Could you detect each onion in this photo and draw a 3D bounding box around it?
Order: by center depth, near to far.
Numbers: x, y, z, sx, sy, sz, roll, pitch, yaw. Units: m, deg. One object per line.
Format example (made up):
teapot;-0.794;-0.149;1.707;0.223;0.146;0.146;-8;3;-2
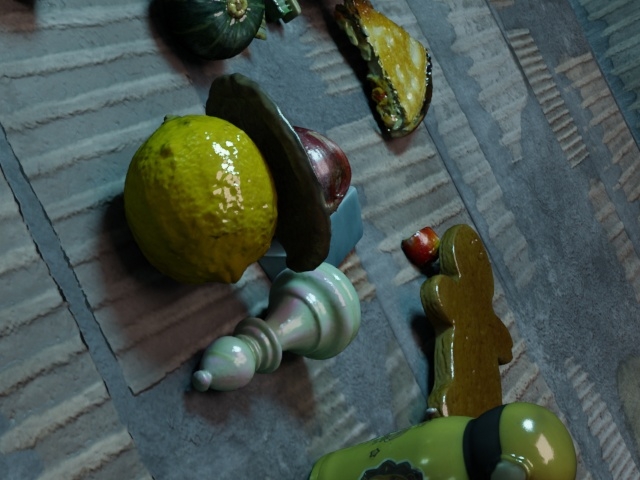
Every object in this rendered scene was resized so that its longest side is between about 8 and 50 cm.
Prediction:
onion;-0.050;-0.107;1.657;0.195;0.159;0.159;51;28;16

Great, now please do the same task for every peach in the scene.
peach;0.183;0.004;2.018;0.083;0.050;0.077;36;40;-33

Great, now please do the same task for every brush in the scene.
brush;-0.127;-0.488;1.903;0.048;0.054;0.282;-38;100;-39

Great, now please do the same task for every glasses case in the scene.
glasses case;0.000;0.000;1.740;0.105;0.056;0.266;57;32;-11

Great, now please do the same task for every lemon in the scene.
lemon;-0.149;-0.050;1.422;0.192;0.192;0.231;-7;72;-57

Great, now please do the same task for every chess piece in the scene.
chess piece;-0.074;0.131;1.497;0.271;0.139;0.139;-28;92;-47

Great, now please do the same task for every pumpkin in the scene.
pumpkin;-0.158;-0.352;1.680;0.167;0.167;0.125;32;0;-42

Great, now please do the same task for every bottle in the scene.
bottle;0.162;0.311;1.475;0.171;0.351;0.171;35;41;-38

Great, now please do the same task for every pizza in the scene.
pizza;0.119;-0.313;2.123;0.287;0.074;0.251;29;45;-42

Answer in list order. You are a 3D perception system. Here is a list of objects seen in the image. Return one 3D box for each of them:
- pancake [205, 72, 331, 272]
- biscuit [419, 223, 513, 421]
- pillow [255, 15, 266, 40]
pancake;-0.077;-0.087;1.513;0.033;0.286;0.288;-23;89;-25
biscuit;0.246;0.168;1.969;0.283;0.064;0.432;36;45;-45
pillow;-0.138;-0.419;1.816;0.113;0.038;0.203;8;66;-33
